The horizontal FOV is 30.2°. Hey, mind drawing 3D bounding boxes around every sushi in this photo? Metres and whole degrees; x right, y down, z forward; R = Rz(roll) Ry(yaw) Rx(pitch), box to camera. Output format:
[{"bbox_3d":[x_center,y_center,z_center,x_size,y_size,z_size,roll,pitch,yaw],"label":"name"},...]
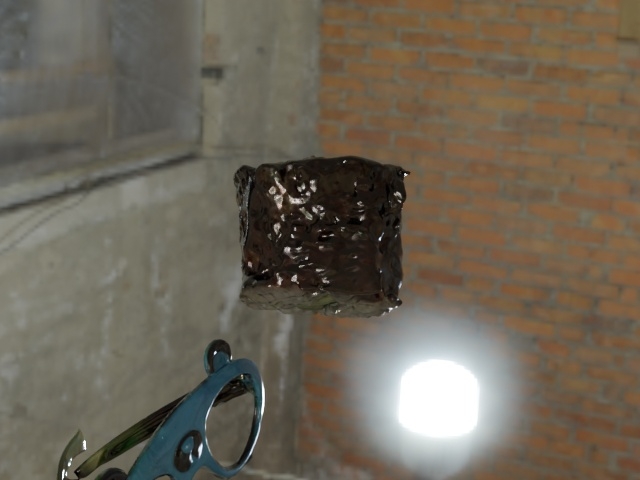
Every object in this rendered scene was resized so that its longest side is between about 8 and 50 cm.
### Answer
[{"bbox_3d":[0.000,0.000,0.638,0.094,0.084,0.098,1,170,-12],"label":"sushi"}]

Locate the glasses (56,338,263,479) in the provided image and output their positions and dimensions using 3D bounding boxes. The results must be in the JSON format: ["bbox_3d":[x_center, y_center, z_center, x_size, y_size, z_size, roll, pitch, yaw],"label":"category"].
[{"bbox_3d":[-0.145,0.192,0.936,0.207,0.102,0.239,-30,-165,46],"label":"glasses"}]
